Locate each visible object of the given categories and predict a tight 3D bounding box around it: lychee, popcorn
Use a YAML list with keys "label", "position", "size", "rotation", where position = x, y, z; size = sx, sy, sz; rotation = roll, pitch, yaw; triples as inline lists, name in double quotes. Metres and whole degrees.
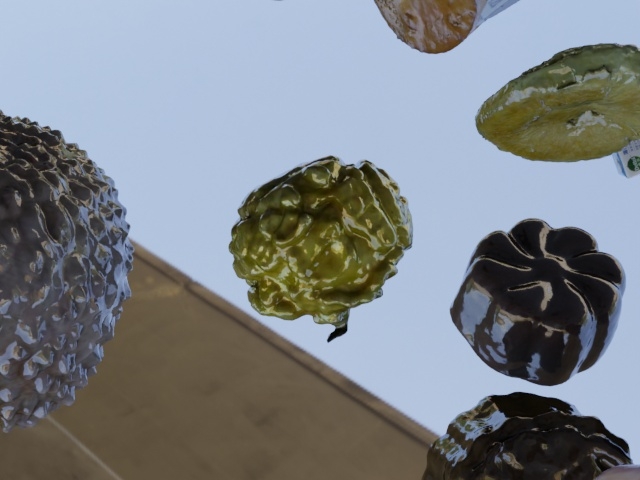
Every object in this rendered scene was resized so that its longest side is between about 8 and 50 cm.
- label: "lychee"
  position: [-0.415, 0.035, 1.075]
  size: [0.380, 0.432, 0.380]
  rotation: [7, -150, -4]
- label: "popcorn"
  position: [0.005, 0.005, 1.161]
  size: [0.249, 0.249, 0.225]
  rotation: [-31, -93, -23]

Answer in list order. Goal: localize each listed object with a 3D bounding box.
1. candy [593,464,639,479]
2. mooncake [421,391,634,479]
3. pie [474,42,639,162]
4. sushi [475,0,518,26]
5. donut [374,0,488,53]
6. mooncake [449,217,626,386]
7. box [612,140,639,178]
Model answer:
- label: "candy"
  position: [0.325, 0.340, 0.834]
  size: [0.094, 0.255, 0.255]
  rotation: [-19, -156, 48]
- label: "mooncake"
  position: [0.317, 0.397, 1.324]
  size: [0.324, 0.324, 0.187]
  rotation: [-17, -177, -7]
- label: "pie"
  position: [0.105, -0.054, 0.358]
  size: [0.084, 0.084, 0.020]
  rotation: [-3, -109, 10]
- label: "sushi"
  position: [0.288, -0.366, 0.875]
  size: [0.294, 0.292, 0.059]
  rotation: [-32, -100, -9]
- label: "donut"
  position: [0.183, -0.439, 1.408]
  size: [0.108, 0.277, 0.277]
  rotation: [-33, -136, -23]
- label: "mooncake"
  position: [0.383, 0.096, 1.549]
  size: [0.306, 0.154, 0.306]
  rotation: [5, -140, -5]
- label: "box"
  position: [0.678, -0.248, 1.883]
  size: [0.139, 0.194, 0.073]
  rotation: [-22, -169, 6]
